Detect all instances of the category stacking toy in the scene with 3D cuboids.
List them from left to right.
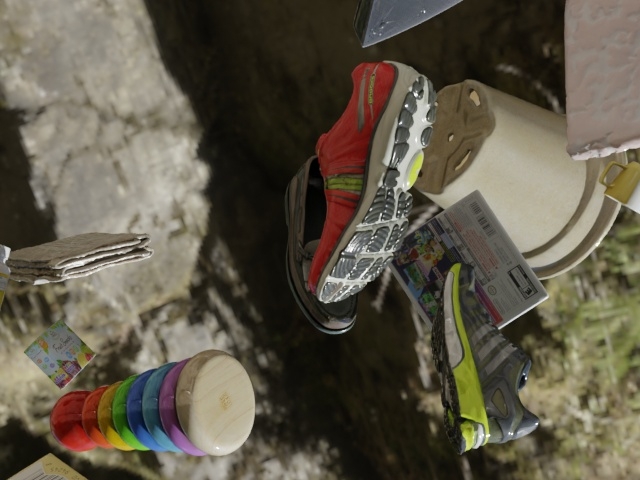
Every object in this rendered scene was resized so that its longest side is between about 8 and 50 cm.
[{"bbox_3d":[-0.255,0.243,1.817,0.330,0.141,0.141,-13,-158,35],"label":"stacking toy"}]

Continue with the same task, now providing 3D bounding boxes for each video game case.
[{"bbox_3d":[0.223,0.053,2.027,0.183,0.201,0.023,-33,173,5],"label":"video game case"}]

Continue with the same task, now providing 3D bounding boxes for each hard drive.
[{"bbox_3d":[0.165,-0.435,2.180,0.254,0.172,0.054,-30,-117,-28],"label":"hard drive"}]

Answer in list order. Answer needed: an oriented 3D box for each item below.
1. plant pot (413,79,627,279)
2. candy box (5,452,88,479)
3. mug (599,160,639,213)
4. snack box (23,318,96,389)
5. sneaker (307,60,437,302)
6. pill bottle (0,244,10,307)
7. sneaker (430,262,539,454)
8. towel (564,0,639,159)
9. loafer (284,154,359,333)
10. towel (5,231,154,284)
[{"bbox_3d":[0.334,-0.135,2.398,0.334,0.305,0.334,-35,-137,40],"label":"plant pot"},{"bbox_3d":[-0.195,0.363,1.297,0.087,0.183,0.316,-30,-141,-35],"label":"candy box"},{"bbox_3d":[0.459,-0.083,1.931,0.062,0.078,0.064,36,-81,40],"label":"mug"},{"bbox_3d":[-0.488,0.212,2.451,0.037,0.100,0.141,-44,-176,16],"label":"snack box"},{"bbox_3d":[0.040,-0.067,1.468,0.118,0.279,0.107,24,-173,33],"label":"sneaker"},{"bbox_3d":[-0.486,0.062,1.884,0.065,0.116,0.065,13,171,2],"label":"pill bottle"},{"bbox_3d":[0.224,0.159,1.802,0.121,0.111,0.300,1,-127,-7],"label":"sneaker"},{"bbox_3d":[0.530,-0.293,1.983,0.331,0.053,0.317,-13,-118,32],"label":"towel"},{"bbox_3d":[0.000,0.000,1.829,0.096,0.084,0.268,-1,-125,-16],"label":"loafer"},{"bbox_3d":[-0.411,0.028,2.174,0.187,0.049,0.282,-15,-171,-29],"label":"towel"}]
